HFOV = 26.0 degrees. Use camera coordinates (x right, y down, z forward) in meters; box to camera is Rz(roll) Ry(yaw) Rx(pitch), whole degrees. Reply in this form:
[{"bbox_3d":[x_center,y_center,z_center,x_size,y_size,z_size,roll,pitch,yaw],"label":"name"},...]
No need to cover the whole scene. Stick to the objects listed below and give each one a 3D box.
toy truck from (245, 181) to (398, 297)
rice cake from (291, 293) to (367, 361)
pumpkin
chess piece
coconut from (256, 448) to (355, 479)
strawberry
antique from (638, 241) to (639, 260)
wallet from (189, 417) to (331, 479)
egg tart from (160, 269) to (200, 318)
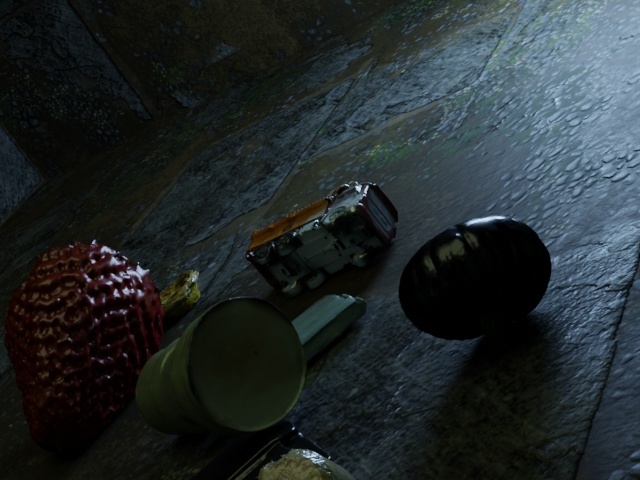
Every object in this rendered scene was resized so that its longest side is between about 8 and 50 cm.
[{"bbox_3d":[0.000,0.000,2.285,0.270,0.114,0.135,-25,25,35],"label":"toy truck"},{"bbox_3d":[-0.031,0.152,2.063,0.211,0.038,0.124,-42,19,-21],"label":"rice cake"},{"bbox_3d":[0.192,0.047,1.727,0.194,0.194,0.150,-38,47,-11],"label":"pumpkin"},{"bbox_3d":[-0.165,0.196,1.962,0.182,0.182,0.330,-45,9,-28],"label":"chess piece"},{"bbox_3d":[-0.013,0.297,1.551,0.116,0.122,0.116,-10,62,19],"label":"coconut"},{"bbox_3d":[-0.410,0.195,2.349,0.312,0.267,0.351,126,153,-55],"label":"strawberry"},{"bbox_3d":[0.427,-0.011,1.593,0.088,0.086,0.183,-24,21,28],"label":"antique"},{"bbox_3d":[-0.111,0.322,1.769,0.247,0.041,0.323,-38,15,-12],"label":"wallet"},{"bbox_3d":[-0.266,0.110,2.571,0.129,0.049,0.129,-37,16,13],"label":"egg tart"}]
